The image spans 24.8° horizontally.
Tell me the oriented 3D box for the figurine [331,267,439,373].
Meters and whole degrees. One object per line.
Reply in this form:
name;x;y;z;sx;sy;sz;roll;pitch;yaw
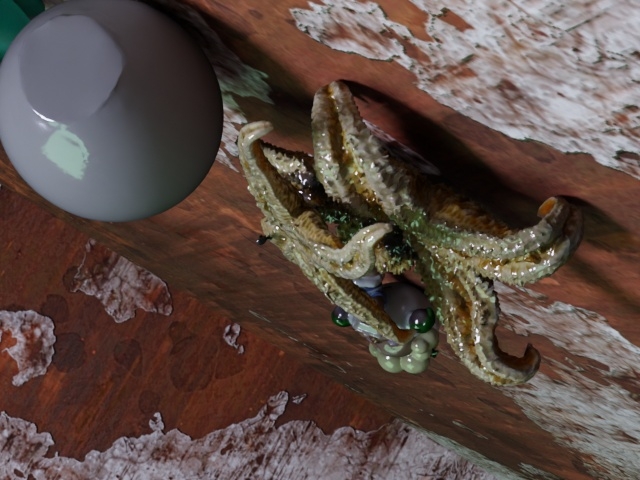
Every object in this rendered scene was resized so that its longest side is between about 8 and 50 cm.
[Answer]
figurine;0.065;0.077;1.630;0.147;0.093;0.197;2;152;44

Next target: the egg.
egg;-0.164;-0.102;1.167;0.176;0.176;0.232;27;179;12

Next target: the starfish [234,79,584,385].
starfish;0.072;-0.011;1.168;0.312;0.113;0.303;39;167;-3

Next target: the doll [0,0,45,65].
doll;-0.360;-0.215;1.258;0.153;0.195;0.258;-19;128;34

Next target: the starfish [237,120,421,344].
starfish;0.000;0.002;1.091;0.138;0.050;0.247;34;167;21
